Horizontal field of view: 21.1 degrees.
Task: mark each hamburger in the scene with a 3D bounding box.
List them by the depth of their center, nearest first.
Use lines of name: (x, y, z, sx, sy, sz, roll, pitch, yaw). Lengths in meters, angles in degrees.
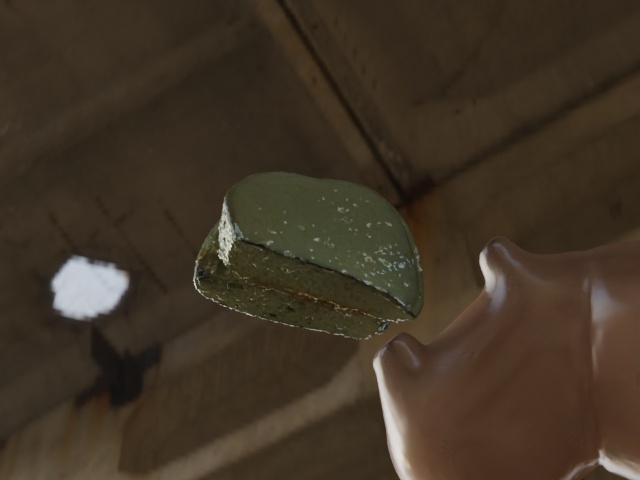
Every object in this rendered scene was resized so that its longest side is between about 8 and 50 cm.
hamburger: (-0.001, 0.002, 0.922, 0.121, 0.084, 0.054, 17, -47, -4)

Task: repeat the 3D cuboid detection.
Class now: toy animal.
toy animal: (0.209, 0.114, 1.358, 0.326, 0.237, 0.269, -42, -97, 11)
